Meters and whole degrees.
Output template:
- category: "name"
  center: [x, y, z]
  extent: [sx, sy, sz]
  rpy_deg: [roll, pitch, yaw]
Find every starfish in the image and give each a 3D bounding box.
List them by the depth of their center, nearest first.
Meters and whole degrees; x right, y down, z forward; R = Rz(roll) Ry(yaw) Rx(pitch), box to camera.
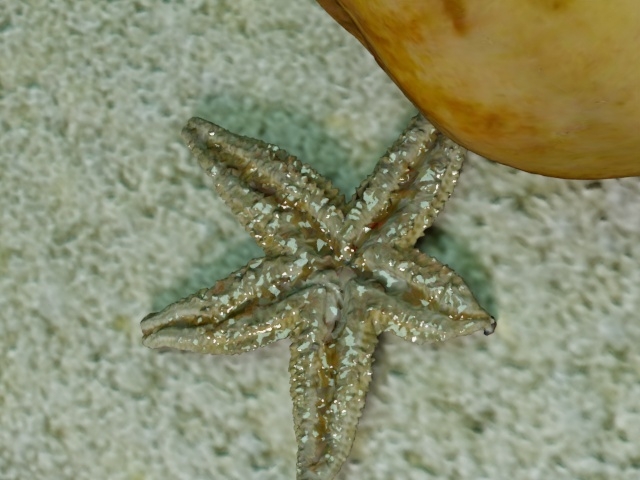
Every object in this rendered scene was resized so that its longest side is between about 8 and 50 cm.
- category: "starfish"
  center: [-0.003, -0.002, 1.015]
  extent: [0.231, 0.048, 0.295]
  rpy_deg: [16, 77, 27]

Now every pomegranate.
- category: "pomegranate"
  center: [0.133, -0.206, 0.877]
  extent: [0.338, 0.338, 0.338]
  rpy_deg: [-8, 69, 20]
